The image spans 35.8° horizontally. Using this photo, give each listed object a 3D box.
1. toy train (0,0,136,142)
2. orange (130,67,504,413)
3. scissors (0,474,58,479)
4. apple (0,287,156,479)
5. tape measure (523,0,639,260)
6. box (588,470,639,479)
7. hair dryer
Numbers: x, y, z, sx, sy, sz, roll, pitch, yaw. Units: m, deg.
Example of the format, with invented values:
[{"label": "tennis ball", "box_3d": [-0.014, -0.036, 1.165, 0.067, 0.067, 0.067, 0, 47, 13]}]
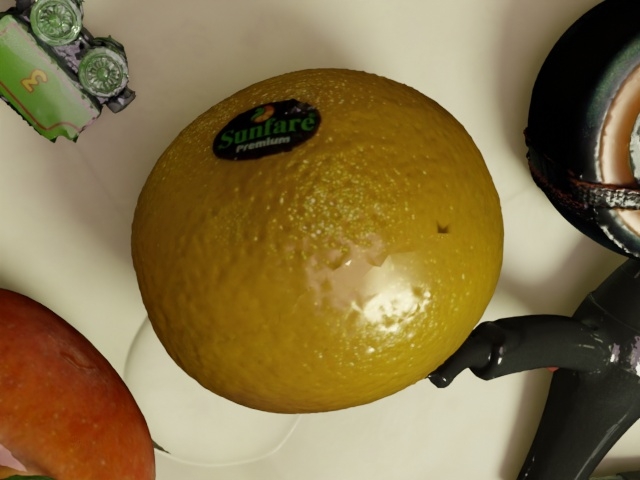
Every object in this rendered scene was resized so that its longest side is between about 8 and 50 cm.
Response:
[{"label": "toy train", "box_3d": [-0.202, -0.150, 0.620, 0.081, 0.060, 0.202, -40, 109, 4]}, {"label": "orange", "box_3d": [0.000, 0.000, 0.628, 0.236, 0.236, 0.236, -4, 105, -14]}, {"label": "scissors", "box_3d": [-0.226, 0.159, 0.499, 0.204, 0.027, 0.101, 13, 83, -18]}, {"label": "apple", "box_3d": [-0.240, 0.151, 0.611, 0.271, 0.206, 0.252, 20, 95, -17]}, {"label": "tape measure", "box_3d": [0.263, -0.086, 0.719, 0.222, 0.135, 0.202, -31, 112, -2]}, {"label": "box", "box_3d": [0.289, 0.314, 0.831, 0.162, 0.130, 0.227, 0, 100, -15]}, {"label": "hair dryer", "box_3d": [0.152, 0.108, 0.733, 0.271, 0.091, 0.236, 11, 111, -39]}]
